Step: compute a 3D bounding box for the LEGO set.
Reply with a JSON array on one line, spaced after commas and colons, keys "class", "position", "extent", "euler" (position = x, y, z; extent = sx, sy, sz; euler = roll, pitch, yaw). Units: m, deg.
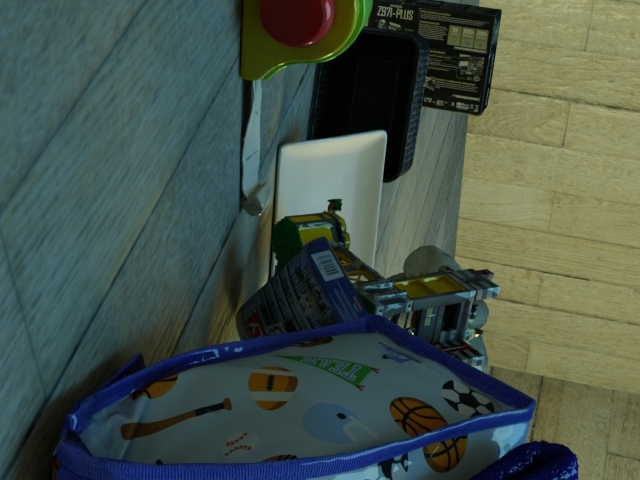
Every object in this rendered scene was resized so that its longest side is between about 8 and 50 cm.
[{"class": "LEGO set", "position": [0.066, 0.124, 1.316], "extent": [0.192, 0.255, 0.331], "euler": [-7, 109, -33]}]

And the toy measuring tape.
[{"class": "toy measuring tape", "position": [-0.013, -0.168, 1.116], "extent": [0.121, 0.121, 0.330], "euler": [-60, 158, -59]}]

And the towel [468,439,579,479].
[{"class": "towel", "position": [0.114, 0.323, 0.906], "extent": [0.228, 0.076, 0.308], "euler": [-24, 128, -39]}]

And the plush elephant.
[{"class": "plush elephant", "position": [0.142, 0.142, 1.920], "extent": [0.255, 0.272, 0.330], "euler": [55, -5, -24]}]

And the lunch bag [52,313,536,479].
[{"class": "lunch bag", "position": [-0.055, 0.255, 0.935], "extent": [0.385, 0.239, 0.328], "euler": [-10, 115, -43]}]

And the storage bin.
[{"class": "storage bin", "position": [0.058, -0.169, 1.443], "extent": [0.084, 0.122, 0.180], "euler": [-34, 133, -74]}]

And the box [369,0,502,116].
[{"class": "box", "position": [0.159, -0.270, 1.707], "extent": [0.077, 0.180, 0.147], "euler": [-48, 146, -67]}]

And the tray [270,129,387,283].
[{"class": "tray", "position": [0.000, 0.000, 1.393], "extent": [0.145, 0.030, 0.270], "euler": [-11, 119, -31]}]

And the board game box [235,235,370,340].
[{"class": "board game box", "position": [-0.021, 0.129, 1.194], "extent": [0.060, 0.194, 0.194], "euler": [-14, 159, -44]}]
